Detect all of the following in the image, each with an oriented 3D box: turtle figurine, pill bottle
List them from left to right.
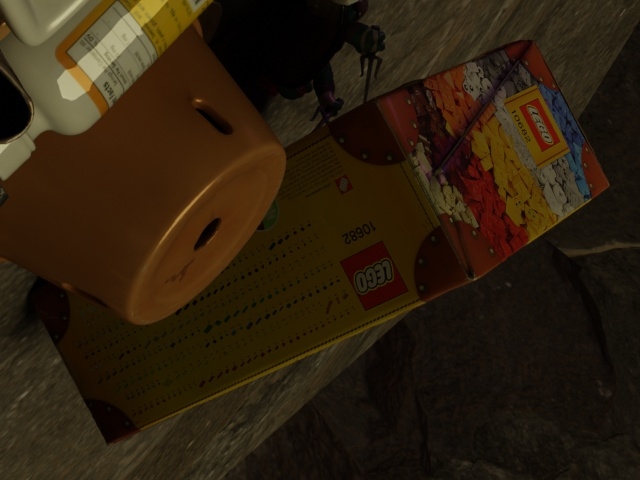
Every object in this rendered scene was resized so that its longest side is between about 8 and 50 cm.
[{"bbox_3d":[-0.186,-0.165,1.093,0.245,0.136,0.136,-48,166,-10],"label":"pill bottle"},{"bbox_3d":[0.017,-0.219,1.636,0.234,0.118,0.175,-62,-169,-17],"label":"turtle figurine"}]

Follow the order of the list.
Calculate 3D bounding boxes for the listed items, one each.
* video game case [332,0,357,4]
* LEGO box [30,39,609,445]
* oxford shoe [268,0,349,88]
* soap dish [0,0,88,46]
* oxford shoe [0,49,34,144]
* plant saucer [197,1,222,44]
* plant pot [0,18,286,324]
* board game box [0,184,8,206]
[{"bbox_3d":[0.082,-0.364,1.489,0.227,0.026,0.206,-35,135,-49],"label":"video game case"},{"bbox_3d":[0.000,0.000,1.595,0.500,0.193,0.372,-27,180,34],"label":"LEGO box"},{"bbox_3d":[-0.013,-0.261,1.527,0.096,0.083,0.227,-21,136,-59],"label":"oxford shoe"},{"bbox_3d":[-0.174,-0.268,0.897,0.229,0.118,0.291,-47,167,-11],"label":"soap dish"},{"bbox_3d":[-0.295,-0.121,0.762,0.364,0.133,0.130,7,111,-56],"label":"oxford shoe"},{"bbox_3d":[-0.129,-0.201,1.436,0.083,0.015,0.083,-46,165,-16],"label":"plant saucer"},{"bbox_3d":[-0.167,-0.065,1.282,0.291,0.203,0.291,-47,166,-15],"label":"plant pot"},{"bbox_3d":[-0.316,-0.047,0.950,0.165,0.042,0.243,-55,145,-22],"label":"board game box"}]
